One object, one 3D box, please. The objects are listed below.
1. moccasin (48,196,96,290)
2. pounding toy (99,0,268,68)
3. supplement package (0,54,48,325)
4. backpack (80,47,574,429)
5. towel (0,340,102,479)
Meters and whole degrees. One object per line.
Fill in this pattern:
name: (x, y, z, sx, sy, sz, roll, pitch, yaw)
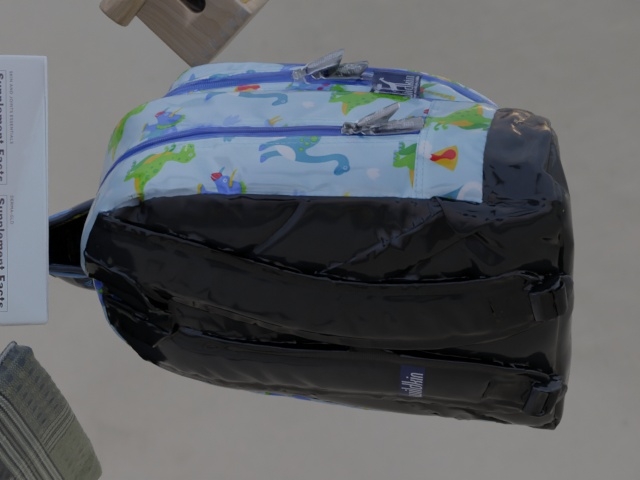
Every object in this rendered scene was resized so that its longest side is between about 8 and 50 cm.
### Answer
moccasin: (-0.139, 0.003, 1.730, 0.342, 0.138, 0.117, -17, -7, 38)
pounding toy: (-0.151, -0.261, 1.809, 0.094, 0.181, 0.206, -45, 5, 16)
supplement package: (-0.352, -0.038, 1.363, 0.262, 0.198, 0.199, -1, 3, -24)
backpack: (0.000, 0.000, 1.397, 0.355, 0.290, 0.273, -7, 50, 3)
towel: (-0.325, 0.262, 1.637, 0.056, 0.324, 0.312, 29, 70, 18)
